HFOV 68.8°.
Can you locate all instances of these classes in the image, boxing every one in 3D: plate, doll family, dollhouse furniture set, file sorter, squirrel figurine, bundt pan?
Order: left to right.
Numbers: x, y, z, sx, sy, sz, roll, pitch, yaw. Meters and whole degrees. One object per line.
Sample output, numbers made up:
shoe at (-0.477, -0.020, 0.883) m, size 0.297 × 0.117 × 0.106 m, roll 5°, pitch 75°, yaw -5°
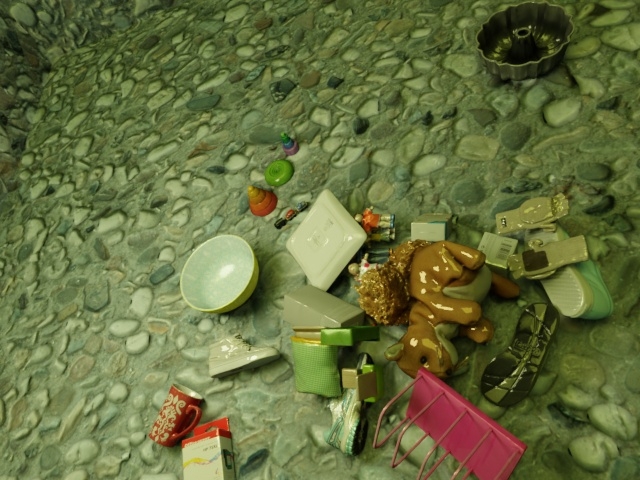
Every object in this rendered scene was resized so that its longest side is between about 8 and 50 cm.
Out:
plate at (0.000, 0.000, 1.597) m, size 0.278 × 0.045 × 0.277 m, roll -53°, pitch 49°, yaw 20°
dollhouse furniture set at (0.004, 0.335, 1.271) m, size 0.301 × 0.151 × 0.198 m, roll -8°, pitch 81°, yaw 36°
doll family at (0.164, 0.021, 1.566) m, size 0.163 × 0.118 × 0.263 m, roll 4°, pitch 82°, yaw 18°
squirrel figurine at (0.296, 0.196, 1.338) m, size 0.397 × 0.281 × 0.370 m, roll 23°, pitch 84°, yaw 42°
file sorter at (0.292, 0.504, 1.127) m, size 0.182 × 0.202 × 0.290 m, roll -28°, pitch 47°, yaw -35°
bundt pan at (0.744, -0.716, 1.716) m, size 0.330 × 0.124 × 0.331 m, roll -10°, pitch 59°, yaw 18°

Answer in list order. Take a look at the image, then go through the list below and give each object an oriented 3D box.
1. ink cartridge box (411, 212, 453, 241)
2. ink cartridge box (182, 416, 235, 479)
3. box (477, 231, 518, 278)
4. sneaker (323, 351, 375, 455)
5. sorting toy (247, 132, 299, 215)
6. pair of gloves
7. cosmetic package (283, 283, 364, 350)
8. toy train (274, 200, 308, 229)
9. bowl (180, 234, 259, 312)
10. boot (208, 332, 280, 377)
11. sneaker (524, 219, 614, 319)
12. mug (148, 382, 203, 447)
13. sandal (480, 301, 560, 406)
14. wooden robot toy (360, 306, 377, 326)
ink cartridge box at (0.362, -0.044, 1.498) m, size 0.104 × 0.181 × 0.062 m, roll 2°, pitch 104°, yaw 24°
ink cartridge box at (-0.341, 0.663, 1.417) m, size 0.134 × 0.078 × 0.231 m, roll -23°, pitch 55°, yaw 10°
box at (0.524, 0.046, 1.397) m, size 0.102 × 0.087 × 0.101 m, roll 18°, pitch 71°, yaw 31°
sneaker at (0.078, 0.455, 1.343) m, size 0.122 × 0.110 × 0.283 m, roll 3°, pitch 64°, yaw 28°
sorting toy at (-0.199, -0.280, 1.865) m, size 0.127 × 0.126 × 0.366 m, roll 14°, pitch 69°, yaw 29°
pair of gloves at (0.605, -0.009, 1.289) m, size 0.204 × 0.042 × 0.240 m, roll -27°, pitch 49°, yaw 31°
cosmetic package at (0.007, 0.233, 1.459) m, size 0.238 × 0.127 × 0.107 m, roll 19°, pitch 115°, yaw 39°
toy train at (-0.112, -0.101, 1.779) m, size 0.158 × 0.036 × 0.027 m, roll -38°, pitch 55°, yaw -1°
bowl at (-0.332, 0.140, 1.663) m, size 0.289 × 0.156 × 0.290 m, roll -10°, pitch 59°, yaw 17°
boot at (-0.261, 0.361, 1.543) m, size 0.258 × 0.095 × 0.123 m, roll -19°, pitch 63°, yaw 13°
sneaker at (0.694, 0.073, 1.313) m, size 0.150 × 0.135 × 0.366 m, roll 15°, pitch 47°, yaw -16°
mug at (-0.465, 0.566, 1.496) m, size 0.169 × 0.113 × 0.150 m, roll -62°, pitch 22°, yaw -13°
sandal at (0.541, 0.308, 1.235) m, size 0.120 × 0.086 × 0.303 m, roll 33°, pitch 89°, yaw 39°
wooden robot toy at (0.158, 0.218, 1.459) m, size 0.173 × 0.079 × 0.076 m, roll -40°, pitch 55°, yaw -2°
